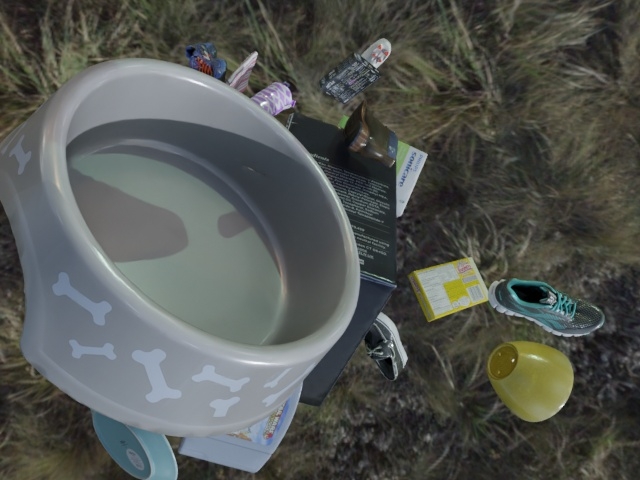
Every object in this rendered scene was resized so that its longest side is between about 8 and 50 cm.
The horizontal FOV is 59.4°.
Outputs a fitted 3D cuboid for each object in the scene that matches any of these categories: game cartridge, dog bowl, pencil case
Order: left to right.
[{"bbox_3d":[-0.106,-0.013,0.506,0.349,0.349,0.102,45,126,-9],"label":"dog bowl"},{"bbox_3d":[-0.151,0.331,1.155,0.197,0.062,0.298,21,100,-9],"label":"game cartridge"},{"bbox_3d":[-0.158,-0.355,1.531,0.088,0.206,0.086,43,144,2],"label":"pencil case"}]

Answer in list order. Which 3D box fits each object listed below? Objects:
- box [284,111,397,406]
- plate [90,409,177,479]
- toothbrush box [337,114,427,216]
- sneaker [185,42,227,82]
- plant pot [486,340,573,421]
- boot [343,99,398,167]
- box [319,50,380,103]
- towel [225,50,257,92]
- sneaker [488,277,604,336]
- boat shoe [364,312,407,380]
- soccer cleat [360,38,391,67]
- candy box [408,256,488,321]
[{"bbox_3d":[-0.038,0.048,1.334,0.297,0.472,0.480,16,133,-9],"label":"box"},{"bbox_3d":[-0.287,0.296,0.833,0.188,0.024,0.188,18,124,28],"label":"plate"},{"bbox_3d":[0.147,-0.218,1.704,0.283,0.122,0.206,24,85,-2],"label":"toothbrush box"},{"bbox_3d":[-0.331,-0.500,1.614,0.087,0.221,0.083,-6,130,-28],"label":"sneaker"},{"bbox_3d":[0.339,0.224,0.951,0.095,0.134,0.134,32,101,-21],"label":"plant pot"},{"bbox_3d":[0.113,-0.234,1.249,0.106,0.219,0.082,31,123,-15],"label":"boot"},{"bbox_3d":[0.049,-0.275,0.955,0.083,0.067,0.018,-32,56,32],"label":"box"},{"bbox_3d":[-0.251,-0.477,1.710,0.029,0.197,0.144,37,67,-5],"label":"towel"},{"bbox_3d":[0.333,0.095,0.820,0.166,0.076,0.065,14,73,8],"label":"sneaker"},{"bbox_3d":[0.144,0.245,1.314,0.077,0.070,0.219,0,133,39],"label":"boat shoe"},{"bbox_3d":[0.125,-0.497,1.607,0.068,0.076,0.196,41,119,-21],"label":"soccer cleat"},{"bbox_3d":[0.279,0.100,1.196,0.027,0.205,0.105,-40,67,45],"label":"candy box"}]
